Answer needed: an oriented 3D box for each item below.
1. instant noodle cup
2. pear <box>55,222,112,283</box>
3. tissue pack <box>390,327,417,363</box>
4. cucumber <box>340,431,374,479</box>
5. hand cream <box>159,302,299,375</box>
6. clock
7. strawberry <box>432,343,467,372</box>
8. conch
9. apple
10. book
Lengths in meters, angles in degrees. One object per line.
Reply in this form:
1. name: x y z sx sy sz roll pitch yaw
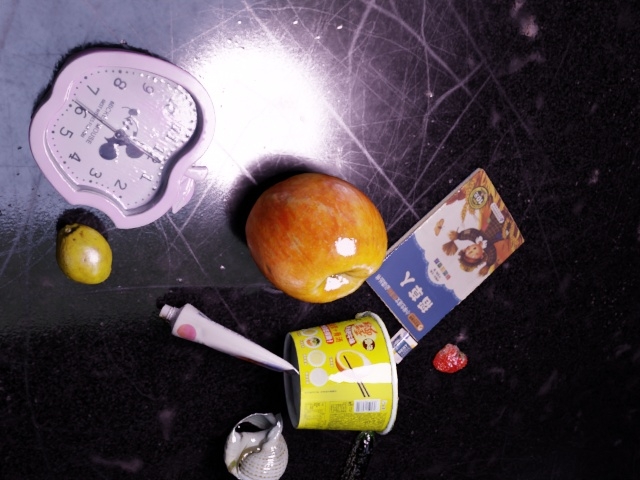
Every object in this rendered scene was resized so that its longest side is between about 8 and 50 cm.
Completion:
1. instant noodle cup: 0.035 0.332 1.433 0.222 0.311 0.311 -1 112 -14
2. pear: -0.473 0.028 1.154 0.107 0.107 0.131 -33 125 -8
3. tissue pack: 0.224 0.298 1.633 0.083 0.042 0.062 -43 125 -2
4. cucumber: 0.103 0.683 1.730 0.072 0.072 0.299 8 107 -27
5. hand cream: -0.210 0.235 1.323 0.341 0.124 0.077 28 70 -5
6. clock: -0.368 -0.200 1.109 0.339 0.102 0.338 -10 116 -21
7. strawberry: 0.380 0.352 1.712 0.096 0.083 0.083 -32 128 30
8. conch: -0.164 0.540 1.510 0.172 0.131 0.199 21 73 -6
9. apple: 0.000 0.000 1.268 0.302 0.301 0.301 -10 115 -21
10. book: 0.344 0.045 1.580 0.428 0.039 0.300 -43 122 -3
